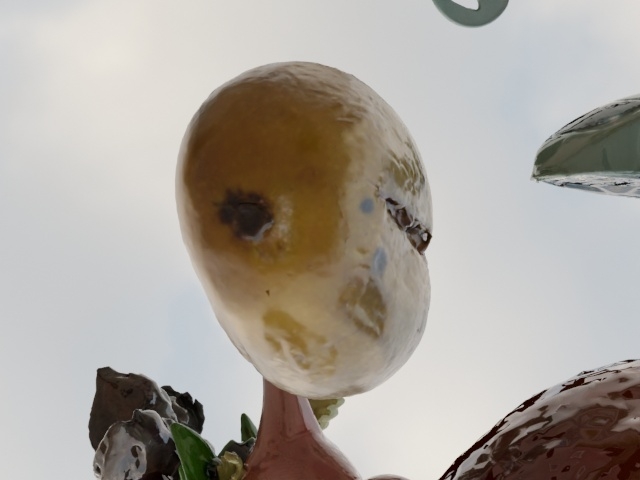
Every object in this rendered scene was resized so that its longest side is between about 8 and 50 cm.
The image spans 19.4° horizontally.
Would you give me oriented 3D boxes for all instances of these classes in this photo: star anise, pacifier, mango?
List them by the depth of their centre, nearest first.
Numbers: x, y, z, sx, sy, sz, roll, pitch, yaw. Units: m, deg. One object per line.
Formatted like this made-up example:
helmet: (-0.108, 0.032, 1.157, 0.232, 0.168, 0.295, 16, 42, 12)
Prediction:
mango: (0.006, -0.001, 1.041, 0.120, 0.295, 0.177, -7, -103, 15)
star anise: (-0.105, 0.200, 1.512, 0.093, 0.229, 0.236, -42, -104, 1)
pacifier: (0.163, -0.292, 1.880, 0.116, 0.126, 0.150, 7, -107, 62)

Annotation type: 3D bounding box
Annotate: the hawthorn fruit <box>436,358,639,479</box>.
hawthorn fruit: (0.094, 0.143, 0.390, 0.224, 0.224, 0.261, 0, -164, 25)

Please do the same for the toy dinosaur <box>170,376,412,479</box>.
toy dinosaur: (-0.017, 0.174, 1.356, 0.177, 0.152, 0.194, -35, -121, 39)

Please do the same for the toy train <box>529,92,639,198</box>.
toy train: (0.303, -0.061, 1.241, 0.086, 0.407, 0.088, -6, -99, 54)
